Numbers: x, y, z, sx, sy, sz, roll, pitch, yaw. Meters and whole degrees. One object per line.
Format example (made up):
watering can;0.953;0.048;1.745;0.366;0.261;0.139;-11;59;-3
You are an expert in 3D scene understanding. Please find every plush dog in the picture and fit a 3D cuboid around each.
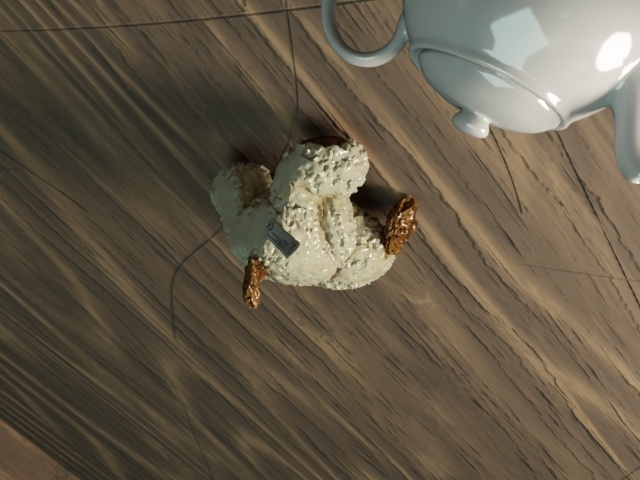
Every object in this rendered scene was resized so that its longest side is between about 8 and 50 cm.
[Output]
plush dog;0.000;0.000;1.364;0.225;0.211;0.262;16;159;-37

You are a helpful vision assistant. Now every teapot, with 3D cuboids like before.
teapot;0.162;-0.179;0.913;0.252;0.187;0.256;29;179;-28
